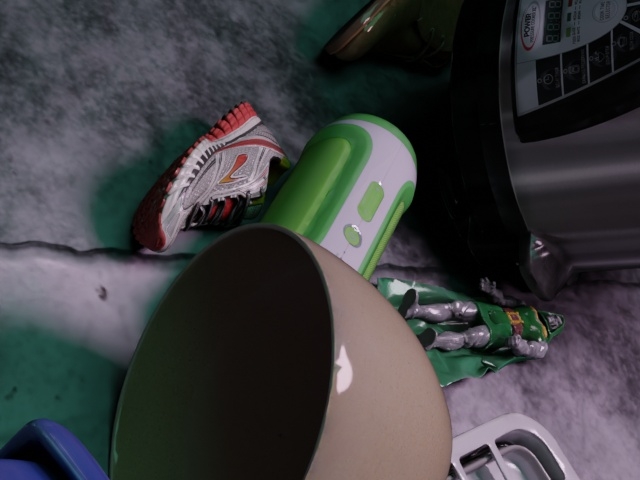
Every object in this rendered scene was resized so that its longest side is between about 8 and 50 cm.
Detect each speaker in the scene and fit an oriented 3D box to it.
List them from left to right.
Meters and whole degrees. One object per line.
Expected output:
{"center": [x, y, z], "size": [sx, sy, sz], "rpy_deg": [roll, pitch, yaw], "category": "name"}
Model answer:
{"center": [0.000, 0.000, 1.239], "size": [0.131, 0.131, 0.296], "rpy_deg": [39, 42, -8], "category": "speaker"}

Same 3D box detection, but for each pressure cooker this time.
{"center": [0.326, -0.141, 1.427], "size": [0.370, 0.420, 0.376], "rpy_deg": [-36, 118, -55], "category": "pressure cooker"}

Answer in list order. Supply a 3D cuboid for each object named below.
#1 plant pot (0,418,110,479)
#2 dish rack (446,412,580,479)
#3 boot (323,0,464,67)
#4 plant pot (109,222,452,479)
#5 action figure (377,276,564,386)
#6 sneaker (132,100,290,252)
{"center": [-0.207, 0.262, 0.792], "size": [0.236, 0.236, 0.212], "rpy_deg": [51, 35, 8], "category": "plant pot"}
{"center": [0.177, 0.339, 1.162], "size": [0.285, 0.072, 0.333], "rpy_deg": [-15, 68, -46], "category": "dish rack"}
{"center": [0.115, -0.260, 1.574], "size": [0.115, 0.112, 0.305], "rpy_deg": [57, 39, -3], "category": "boot"}
{"center": [-0.008, 0.149, 1.012], "size": [0.191, 0.284, 0.284], "rpy_deg": [21, 46, -33], "category": "plant pot"}
{"center": [0.178, 0.090, 1.375], "size": [0.232, 0.063, 0.137], "rpy_deg": [4, 53, -42], "category": "action figure"}
{"center": [-0.096, -0.052, 1.239], "size": [0.093, 0.088, 0.225], "rpy_deg": [45, 41, -3], "category": "sneaker"}
